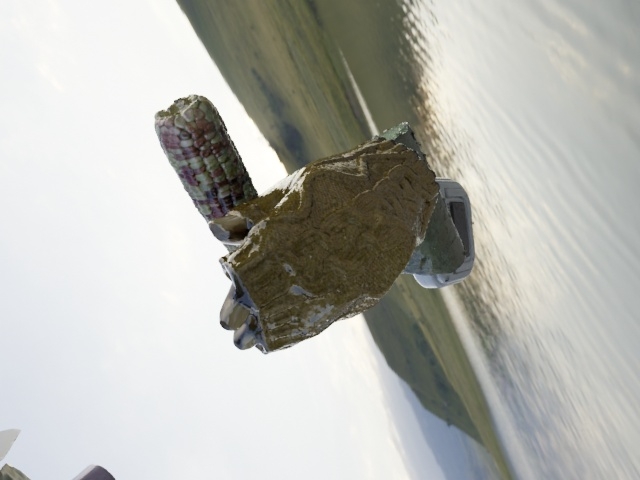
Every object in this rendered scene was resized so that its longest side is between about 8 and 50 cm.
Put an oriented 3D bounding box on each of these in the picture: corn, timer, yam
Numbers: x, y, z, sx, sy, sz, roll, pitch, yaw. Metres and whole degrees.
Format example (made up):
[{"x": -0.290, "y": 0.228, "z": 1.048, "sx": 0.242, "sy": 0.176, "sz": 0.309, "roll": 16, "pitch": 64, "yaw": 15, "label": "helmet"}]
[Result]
[{"x": -0.128, "y": -0.067, "z": 0.730, "sx": 0.086, "sy": 0.086, "sz": 0.253, "roll": -103, "pitch": -10, "yaw": -56, "label": "corn"}, {"x": 0.291, "y": -0.022, "z": 1.334, "sx": 0.237, "sy": 0.087, "sz": 0.262, "roll": -7, "pitch": -89, "yaw": -50, "label": "timer"}, {"x": 0.161, "y": -0.065, "z": 1.090, "sx": 0.304, "sy": 0.168, "sz": 0.168, "roll": 61, "pitch": -171, "yaw": -24, "label": "yam"}]

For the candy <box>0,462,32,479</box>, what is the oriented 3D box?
[{"x": -0.687, "y": 0.704, "z": 1.251, "sx": 0.427, "sy": 0.186, "sz": 0.386, "roll": 48, "pitch": 160, "yaw": -3, "label": "candy"}]

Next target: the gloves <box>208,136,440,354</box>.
[{"x": 0.010, "y": -0.011, "z": 0.671, "sx": 0.203, "sy": 0.356, "sz": 0.155, "roll": 45, "pitch": 149, "yaw": 5, "label": "gloves"}]

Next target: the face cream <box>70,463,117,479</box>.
[{"x": -0.461, "y": 0.499, "z": 0.926, "sx": 0.154, "sy": 0.096, "sz": 0.274, "roll": 32, "pitch": -145, "yaw": 15, "label": "face cream"}]

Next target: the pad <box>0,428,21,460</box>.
[{"x": -0.689, "y": 0.444, "z": 0.976, "sx": 0.323, "sy": 0.249, "sz": 0.055, "roll": -125, "pitch": 30, "yaw": -61, "label": "pad"}]
